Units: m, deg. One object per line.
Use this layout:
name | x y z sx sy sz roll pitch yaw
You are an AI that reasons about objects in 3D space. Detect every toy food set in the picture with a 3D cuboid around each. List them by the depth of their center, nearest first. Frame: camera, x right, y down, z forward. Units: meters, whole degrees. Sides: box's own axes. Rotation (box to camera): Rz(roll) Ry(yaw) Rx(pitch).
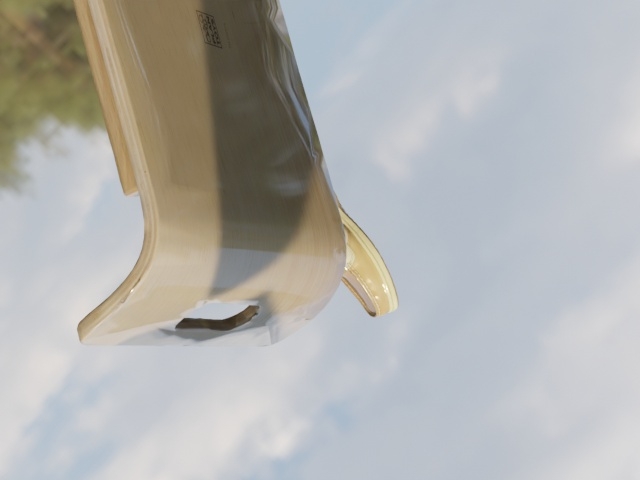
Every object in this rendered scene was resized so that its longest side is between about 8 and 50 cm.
toy food set | -0.097 -0.095 0.994 0.092 0.306 0.220 -21 168 22

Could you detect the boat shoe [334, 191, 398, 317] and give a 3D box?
boat shoe | 0.000 0.000 1.253 0.045 0.135 0.050 -38 -173 -19
